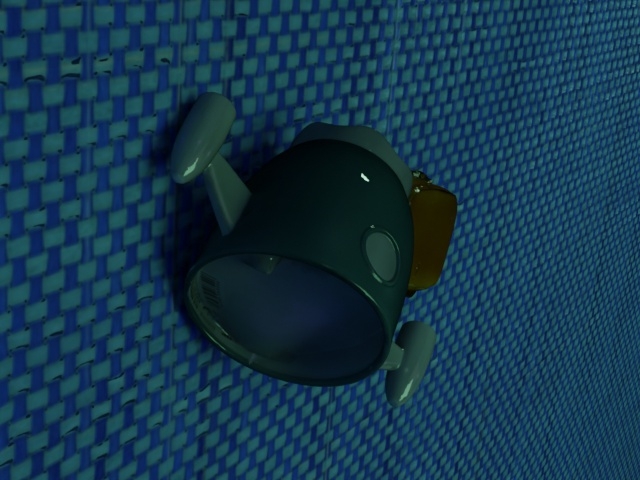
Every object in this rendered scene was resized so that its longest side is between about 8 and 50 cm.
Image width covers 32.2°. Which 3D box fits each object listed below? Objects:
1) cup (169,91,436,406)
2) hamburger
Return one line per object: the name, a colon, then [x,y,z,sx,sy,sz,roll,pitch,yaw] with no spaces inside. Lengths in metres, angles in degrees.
cup: [0.000,0.000,0.872,0.300,0.167,0.173,48,46,-27]
hamburger: [0.060,-0.005,1.044,0.166,0.087,0.137,17,89,-64]
